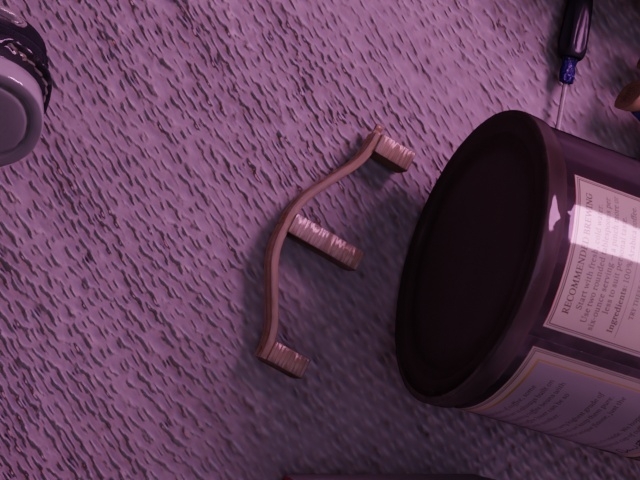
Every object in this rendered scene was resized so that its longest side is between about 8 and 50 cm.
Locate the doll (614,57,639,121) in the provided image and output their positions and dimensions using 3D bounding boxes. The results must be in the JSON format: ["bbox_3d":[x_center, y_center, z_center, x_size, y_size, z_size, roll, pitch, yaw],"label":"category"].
[{"bbox_3d":[0.313,-0.069,0.983,0.189,0.046,0.129,33,80,-11],"label":"doll"}]

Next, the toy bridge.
[{"bbox_3d":[0.000,0.000,0.908,0.063,0.026,0.188,29,80,-15],"label":"toy bridge"}]

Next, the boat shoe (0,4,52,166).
[{"bbox_3d":[-0.315,-0.117,0.775,0.302,0.091,0.114,14,129,-19],"label":"boat shoe"}]

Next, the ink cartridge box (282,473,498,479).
[{"bbox_3d":[0.053,0.274,0.887,0.158,0.092,0.218,3,86,-18],"label":"ink cartridge box"}]

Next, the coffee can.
[{"bbox_3d":[0.217,0.050,0.887,0.275,0.201,0.201,18,83,-18],"label":"coffee can"}]

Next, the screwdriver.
[{"bbox_3d":[0.183,-0.104,0.969,0.024,0.025,0.170,12,80,-18],"label":"screwdriver"}]
